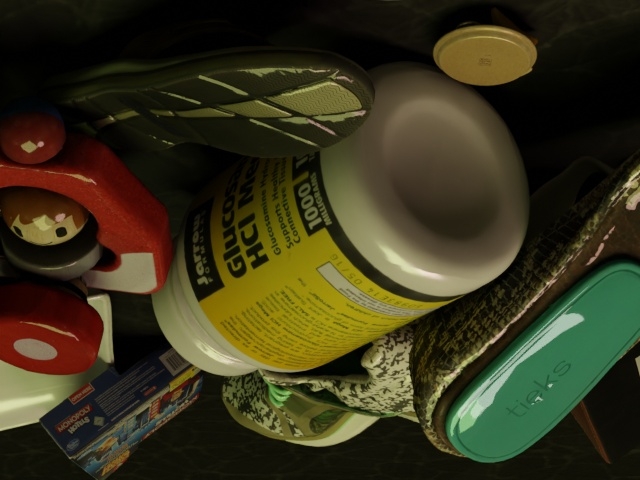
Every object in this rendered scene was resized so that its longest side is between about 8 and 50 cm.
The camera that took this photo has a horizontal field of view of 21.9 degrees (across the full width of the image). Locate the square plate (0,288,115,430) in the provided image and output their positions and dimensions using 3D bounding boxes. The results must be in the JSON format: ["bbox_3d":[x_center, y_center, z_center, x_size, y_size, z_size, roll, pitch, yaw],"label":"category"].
[{"bbox_3d":[-0.395,0.141,1.780,0.347,0.049,0.344,-11,158,-10],"label":"square plate"}]

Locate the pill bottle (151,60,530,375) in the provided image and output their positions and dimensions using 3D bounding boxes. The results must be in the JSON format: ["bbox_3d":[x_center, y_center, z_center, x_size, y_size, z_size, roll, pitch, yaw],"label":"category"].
[{"bbox_3d":[0.000,0.000,1.363,0.188,0.188,0.334,15,152,-31],"label":"pill bottle"}]

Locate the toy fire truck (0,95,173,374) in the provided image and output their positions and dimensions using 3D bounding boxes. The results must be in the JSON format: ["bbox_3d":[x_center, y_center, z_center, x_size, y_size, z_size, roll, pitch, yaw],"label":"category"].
[{"bbox_3d":[-0.273,-0.030,1.301,0.302,0.169,0.254,8,151,5],"label":"toy fire truck"}]

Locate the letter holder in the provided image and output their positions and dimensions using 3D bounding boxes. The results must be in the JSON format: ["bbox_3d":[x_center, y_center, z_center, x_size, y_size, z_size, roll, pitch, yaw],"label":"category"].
[{"bbox_3d":[0.252,0.045,1.548,0.152,0.214,0.302,-35,151,0],"label":"letter holder"}]

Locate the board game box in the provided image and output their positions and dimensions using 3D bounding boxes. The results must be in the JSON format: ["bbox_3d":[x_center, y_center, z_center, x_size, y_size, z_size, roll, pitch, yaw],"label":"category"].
[{"bbox_3d":[-0.226,0.199,1.887,0.194,0.060,0.194,-36,166,-22],"label":"board game box"}]

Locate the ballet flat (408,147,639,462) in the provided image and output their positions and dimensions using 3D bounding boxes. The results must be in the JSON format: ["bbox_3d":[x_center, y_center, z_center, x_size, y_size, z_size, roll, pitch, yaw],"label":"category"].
[{"bbox_3d":[0.253,-0.019,1.289,0.483,0.182,0.164,-39,127,19],"label":"ballet flat"}]

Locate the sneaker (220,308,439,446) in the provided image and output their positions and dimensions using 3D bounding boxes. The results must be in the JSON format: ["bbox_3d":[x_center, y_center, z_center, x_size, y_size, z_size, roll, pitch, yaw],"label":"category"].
[{"bbox_3d":[-0.001,0.110,1.606,0.182,0.158,0.410,11,162,-35],"label":"sneaker"}]

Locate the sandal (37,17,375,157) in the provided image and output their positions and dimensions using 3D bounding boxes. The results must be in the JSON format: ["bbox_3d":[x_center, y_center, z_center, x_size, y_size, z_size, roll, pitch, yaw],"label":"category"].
[{"bbox_3d":[-0.094,-0.124,1.226,0.303,0.086,0.120,3,156,38],"label":"sandal"}]

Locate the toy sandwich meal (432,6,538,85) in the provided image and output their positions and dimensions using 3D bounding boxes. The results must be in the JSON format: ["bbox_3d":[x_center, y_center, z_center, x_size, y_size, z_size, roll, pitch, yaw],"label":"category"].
[{"bbox_3d":[0.125,-0.144,1.235,0.085,0.029,0.085,4,153,2],"label":"toy sandwich meal"}]
